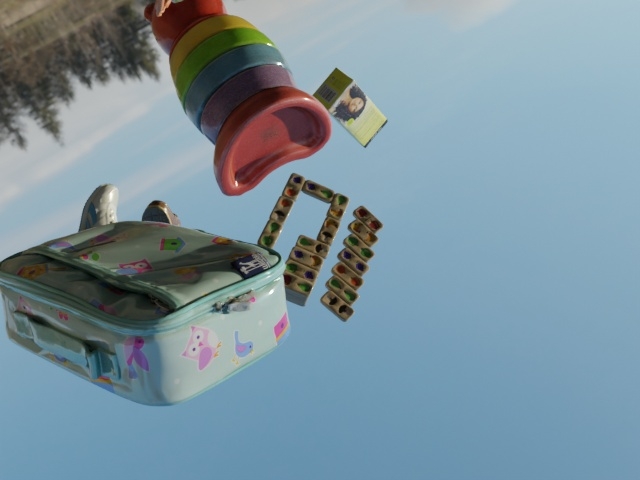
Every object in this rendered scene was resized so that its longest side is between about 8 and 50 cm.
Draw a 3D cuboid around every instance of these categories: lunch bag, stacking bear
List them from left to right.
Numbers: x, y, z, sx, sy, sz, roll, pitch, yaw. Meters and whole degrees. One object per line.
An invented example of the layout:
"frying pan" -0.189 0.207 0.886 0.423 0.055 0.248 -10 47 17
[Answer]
"lunch bag" -0.182 0.061 0.822 0.279 0.107 0.224 12 -159 36
"stacking bear" -0.135 -0.235 1.098 0.175 0.289 0.164 -31 157 -10

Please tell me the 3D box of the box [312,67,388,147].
"box" 0.068 -0.284 1.747 0.058 0.232 0.087 43 -83 25

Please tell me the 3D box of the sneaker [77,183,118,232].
"sneaker" -0.453 -0.013 1.678 0.092 0.087 0.228 6 -116 9

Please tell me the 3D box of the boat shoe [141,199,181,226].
"boat shoe" -0.313 -0.029 1.612 0.064 0.178 0.060 9 -123 8

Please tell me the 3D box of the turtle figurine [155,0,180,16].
"turtle figurine" -0.090 -0.384 0.976 0.269 0.087 0.217 -46 -162 29

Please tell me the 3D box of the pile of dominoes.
"pile of dominoes" 0.000 0.000 1.369 0.040 0.196 0.251 113 0 -54
